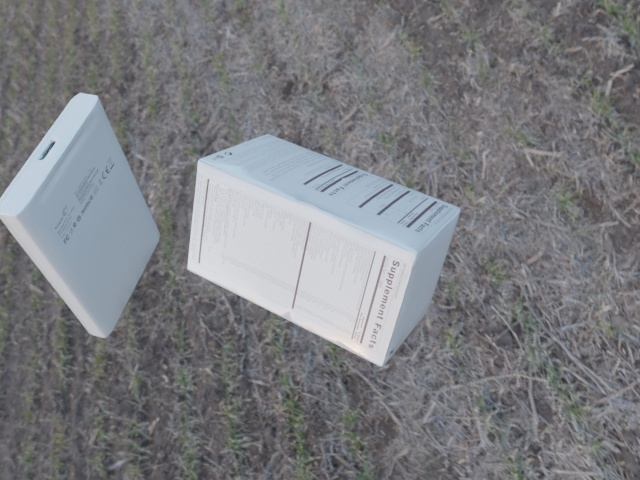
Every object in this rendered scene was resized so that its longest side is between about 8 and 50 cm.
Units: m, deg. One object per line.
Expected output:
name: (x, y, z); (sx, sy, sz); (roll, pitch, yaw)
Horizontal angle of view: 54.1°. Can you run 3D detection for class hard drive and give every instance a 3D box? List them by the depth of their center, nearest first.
hard drive: (-0.319, -0.022, 0.882); (0.040, 0.307, 0.203); (12, 57, 11)

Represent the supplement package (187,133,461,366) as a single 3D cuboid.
supplement package: (0.000, 0.000, 0.665); (0.244, 0.134, 0.139); (24, 121, 20)
